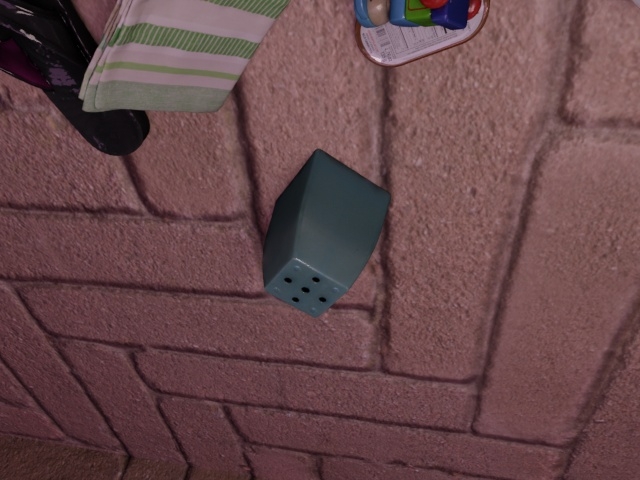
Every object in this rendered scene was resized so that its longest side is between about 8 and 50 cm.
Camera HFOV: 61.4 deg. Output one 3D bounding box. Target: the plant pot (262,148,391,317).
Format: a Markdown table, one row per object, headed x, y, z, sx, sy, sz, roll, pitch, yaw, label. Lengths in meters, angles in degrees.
| x | y | z | sx | sy | sz | roll | pitch | yaw | label |
| --- | --- | --- | --- | --- | --- | --- | --- | --- | --- |
| 0.000 | 0.000 | 0.935 | 0.165 | 0.234 | 0.166 | 30 | 132 | -14 | plant pot |

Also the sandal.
| x | y | z | sx | sy | sz | roll | pitch | yaw | label |
| --- | --- | --- | --- | --- | --- | --- | --- | --- | --- |
| -0.450 | -0.307 | 0.851 | 0.167 | 0.107 | 0.446 | -19 | 125 | 30 | sandal |

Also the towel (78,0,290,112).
| x | y | z | sx | sy | sz | roll | pitch | yaw | label |
| --- | --- | --- | --- | --- | --- | --- | --- | --- | --- |
| -0.165 | -0.288 | 0.730 | 0.325 | 0.248 | 0.038 | -43 | 69 | 40 | towel |

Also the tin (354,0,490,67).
| x | y | z | sx | sy | sz | roll | pitch | yaw | label |
| --- | --- | --- | --- | --- | --- | --- | --- | --- | --- |
| 0.138 | -0.306 | 0.744 | 0.189 | 0.040 | 0.106 | -13 | 132 | 26 | tin |

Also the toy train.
| x | y | z | sx | sy | sz | roll | pitch | yaw | label |
| --- | --- | --- | --- | --- | --- | --- | --- | --- | --- |
| 0.115 | -0.383 | 0.646 | 0.143 | 0.105 | 0.248 | 10 | 104 | 36 | toy train |

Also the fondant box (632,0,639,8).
| x | y | z | sx | sy | sz | roll | pitch | yaw | label |
| --- | --- | --- | --- | --- | --- | --- | --- | --- | --- |
| 0.390 | -0.392 | 0.480 | 0.238 | 0.096 | 0.330 | 9 | 144 | -39 | fondant box |
